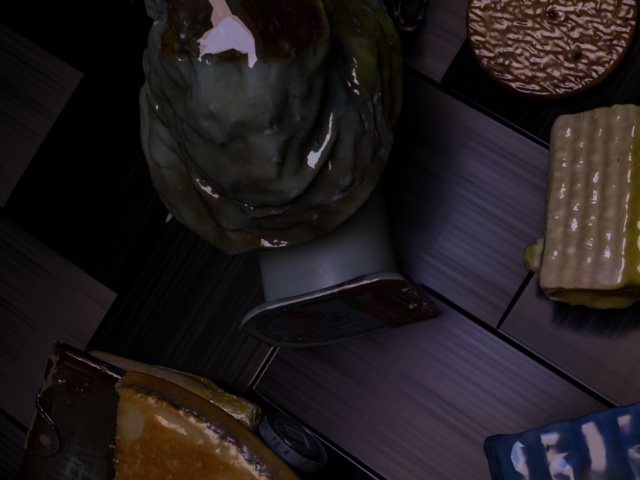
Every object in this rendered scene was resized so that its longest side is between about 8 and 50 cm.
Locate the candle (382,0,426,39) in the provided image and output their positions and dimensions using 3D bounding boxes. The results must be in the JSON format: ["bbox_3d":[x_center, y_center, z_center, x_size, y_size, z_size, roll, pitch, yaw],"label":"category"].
[{"bbox_3d":[-0.043,-0.308,1.328,0.330,0.187,0.187,0,81,19],"label":"candle"}]

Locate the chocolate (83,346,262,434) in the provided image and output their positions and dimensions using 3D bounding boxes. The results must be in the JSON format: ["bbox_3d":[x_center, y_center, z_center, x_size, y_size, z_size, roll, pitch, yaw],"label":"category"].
[{"bbox_3d":[-0.171,0.183,1.350,0.219,0.085,0.086,12,85,15],"label":"chocolate"}]

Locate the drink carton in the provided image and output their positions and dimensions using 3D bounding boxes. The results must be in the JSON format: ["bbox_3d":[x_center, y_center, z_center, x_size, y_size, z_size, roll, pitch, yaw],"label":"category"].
[{"bbox_3d":[0.000,0.000,1.269,0.191,0.185,0.190,-16,74,16],"label":"drink carton"}]

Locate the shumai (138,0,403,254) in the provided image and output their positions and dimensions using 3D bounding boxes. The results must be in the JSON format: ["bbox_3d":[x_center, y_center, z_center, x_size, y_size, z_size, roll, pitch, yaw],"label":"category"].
[{"bbox_3d":[-0.090,-0.154,1.107,0.304,0.263,0.309,-35,70,12],"label":"shumai"}]

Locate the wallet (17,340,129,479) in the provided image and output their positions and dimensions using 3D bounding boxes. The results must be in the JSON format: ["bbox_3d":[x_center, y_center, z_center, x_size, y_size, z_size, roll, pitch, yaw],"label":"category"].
[{"bbox_3d":[-0.275,0.232,1.342,0.122,0.031,0.232,23,114,11],"label":"wallet"}]

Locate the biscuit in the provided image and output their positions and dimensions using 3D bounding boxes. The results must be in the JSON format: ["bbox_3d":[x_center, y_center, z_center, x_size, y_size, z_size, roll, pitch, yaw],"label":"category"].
[{"bbox_3d":[0.252,-0.243,1.308,0.187,0.027,0.188,-3,79,16],"label":"biscuit"}]

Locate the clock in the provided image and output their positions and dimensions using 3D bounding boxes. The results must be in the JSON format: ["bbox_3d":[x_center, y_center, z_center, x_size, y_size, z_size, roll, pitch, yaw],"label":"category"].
[{"bbox_3d":[-0.030,0.217,1.292,0.085,0.085,0.017,42,102,19],"label":"clock"}]

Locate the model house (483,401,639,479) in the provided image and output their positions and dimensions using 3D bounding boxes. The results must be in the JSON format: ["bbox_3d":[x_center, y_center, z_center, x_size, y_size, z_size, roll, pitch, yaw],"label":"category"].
[{"bbox_3d":[0.354,0.297,0.917,0.445,0.400,0.395,-20,74,42],"label":"model house"}]

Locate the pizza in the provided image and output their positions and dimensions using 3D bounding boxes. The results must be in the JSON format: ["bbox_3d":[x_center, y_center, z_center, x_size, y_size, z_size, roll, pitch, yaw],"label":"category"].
[{"bbox_3d":[-0.110,0.286,1.276,0.323,0.089,0.223,40,119,8],"label":"pizza"}]

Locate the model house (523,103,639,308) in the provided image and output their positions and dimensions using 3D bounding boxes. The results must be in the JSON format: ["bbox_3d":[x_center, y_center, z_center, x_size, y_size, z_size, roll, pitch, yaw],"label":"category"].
[{"bbox_3d":[0.320,-0.032,1.174,0.234,0.175,0.193,4,83,15],"label":"model house"}]
